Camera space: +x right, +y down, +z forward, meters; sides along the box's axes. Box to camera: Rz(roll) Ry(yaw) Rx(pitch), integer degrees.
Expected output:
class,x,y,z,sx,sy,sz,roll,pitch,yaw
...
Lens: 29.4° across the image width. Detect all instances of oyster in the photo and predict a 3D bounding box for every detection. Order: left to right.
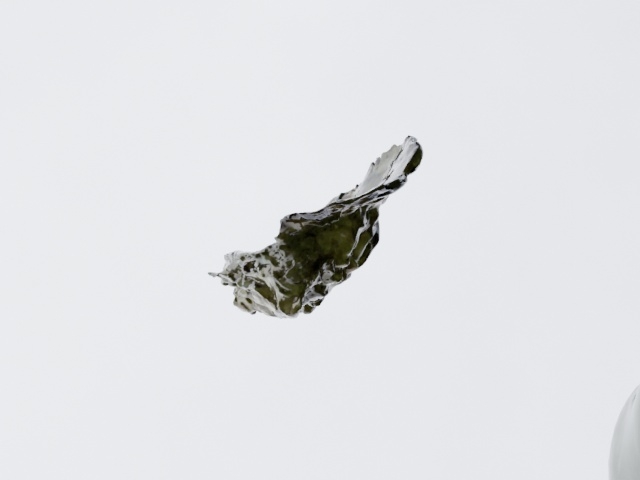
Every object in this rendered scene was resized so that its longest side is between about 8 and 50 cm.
class,x,y,z,sx,sy,sz,roll,pitch,yaw
oyster,-0.003,0.002,0.683,0.056,0.177,0.105,48,-139,-5

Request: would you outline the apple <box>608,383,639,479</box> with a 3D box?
class,x,y,z,sx,sy,sz,roll,pitch,yaw
apple,0.337,0.132,0.662,0.357,0.357,0.357,6,-108,-18
